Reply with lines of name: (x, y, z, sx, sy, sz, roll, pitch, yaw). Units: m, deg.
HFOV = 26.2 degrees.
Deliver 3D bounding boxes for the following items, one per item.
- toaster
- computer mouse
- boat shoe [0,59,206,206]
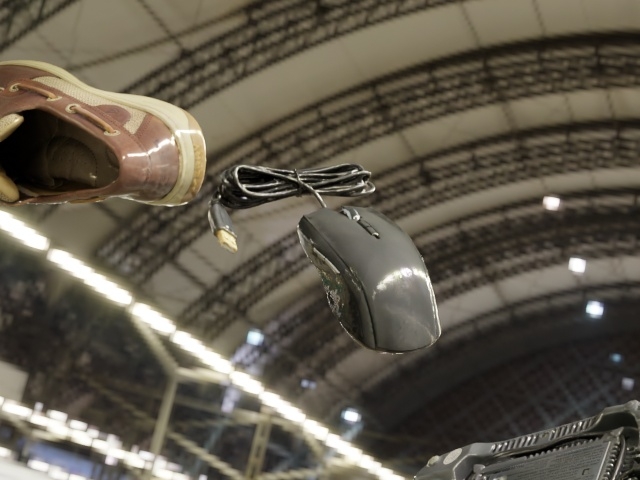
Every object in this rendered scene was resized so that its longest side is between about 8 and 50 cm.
toaster: (0.160, 0.196, 0.833, 0.227, 0.129, 0.146, -22, -71, 33)
computer mouse: (0.000, 0.000, 1.262, 0.184, 0.262, 0.060, -3, -49, -19)
boat shoe: (-0.267, -0.090, 1.248, 0.342, 0.123, 0.123, 16, 19, 34)
